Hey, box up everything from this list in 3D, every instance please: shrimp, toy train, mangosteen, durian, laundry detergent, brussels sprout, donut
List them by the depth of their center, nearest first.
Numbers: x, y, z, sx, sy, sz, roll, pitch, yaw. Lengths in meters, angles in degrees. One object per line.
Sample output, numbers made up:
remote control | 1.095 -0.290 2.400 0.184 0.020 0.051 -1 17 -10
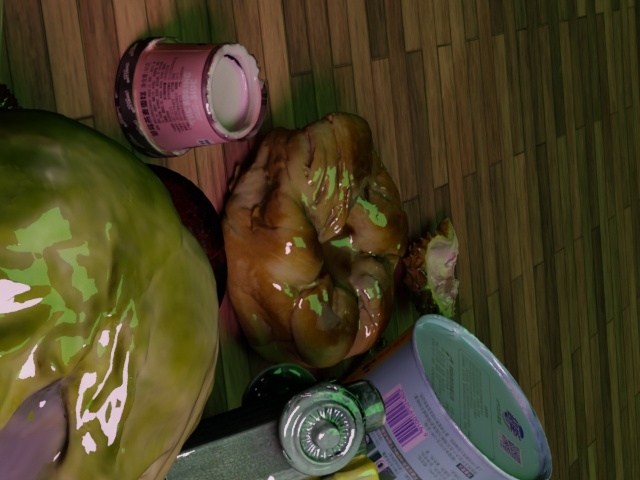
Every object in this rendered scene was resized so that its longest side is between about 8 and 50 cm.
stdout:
brussels sprout | -0.281 0.064 1.110 0.425 0.342 0.361 19 84 -59
mangosteen | -0.212 0.018 1.387 0.216 0.216 0.216 -2 92 -59
toy train | -0.115 0.310 1.428 0.442 0.179 0.272 -16 105 -19
donut | 0.000 0.000 1.760 0.360 0.170 0.360 -4 95 -61
laundry detergent | 0.121 0.305 1.789 0.287 0.305 0.287 39 25 -23
shrimp | 0.077 0.243 2.018 0.178 0.034 0.124 -56 138 -40
durian | 0.186 0.042 2.161 0.140 0.078 0.224 51 37 -30

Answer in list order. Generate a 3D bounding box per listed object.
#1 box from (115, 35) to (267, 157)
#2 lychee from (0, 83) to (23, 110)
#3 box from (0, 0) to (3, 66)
box | -0.152 -0.179 1.535 0.151 0.135 0.151 2 87 -60
lychee | -0.350 -0.111 1.227 0.129 0.123 0.123 112 -12 -75
box | -0.390 -0.304 1.225 0.211 0.045 0.270 1 90 -59
